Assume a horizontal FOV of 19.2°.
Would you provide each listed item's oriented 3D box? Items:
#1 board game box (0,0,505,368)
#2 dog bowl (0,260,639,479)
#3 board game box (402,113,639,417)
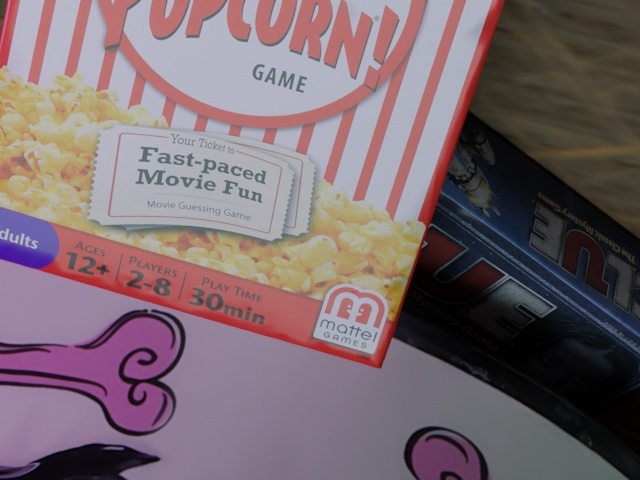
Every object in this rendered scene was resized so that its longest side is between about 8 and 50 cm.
[{"bbox_3d":[-0.023,-0.067,0.594,0.147,0.045,0.193,15,120,-1],"label":"board game box"},{"bbox_3d":[-0.036,0.171,0.805,0.408,0.150,0.408,19,150,11],"label":"dog bowl"},{"bbox_3d":[0.000,0.000,0.723,0.243,0.042,0.165,35,139,-17],"label":"board game box"}]
